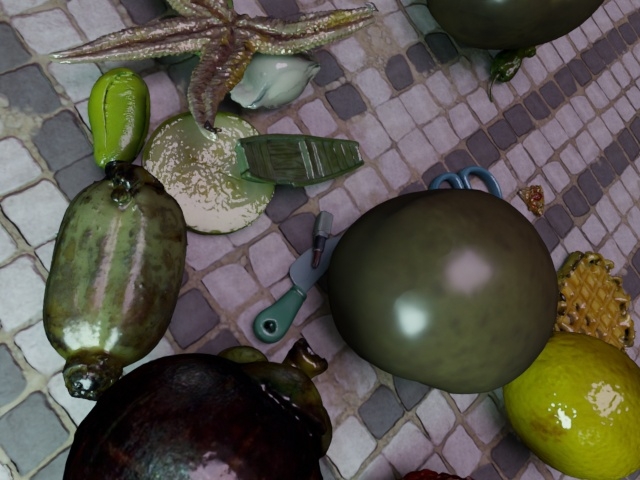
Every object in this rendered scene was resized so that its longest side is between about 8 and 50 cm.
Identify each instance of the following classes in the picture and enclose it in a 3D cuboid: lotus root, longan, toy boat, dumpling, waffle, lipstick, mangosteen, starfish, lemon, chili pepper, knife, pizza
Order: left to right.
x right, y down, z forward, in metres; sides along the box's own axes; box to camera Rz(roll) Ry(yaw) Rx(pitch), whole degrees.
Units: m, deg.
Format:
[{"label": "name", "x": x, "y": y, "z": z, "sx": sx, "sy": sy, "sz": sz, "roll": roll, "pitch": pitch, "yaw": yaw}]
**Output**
[{"label": "lotus root", "x": -0.280, "y": 0.052, "z": 0.640, "sx": 0.173, "sy": 0.173, "sz": 0.309, "roll": 13, "pitch": 71, "yaw": -21}, {"label": "mangosteen", "x": -0.134, "y": 0.275, "z": 0.569, "sx": 0.330, "sy": 0.330, "sz": 0.329, "roll": 7, "pitch": 73, "yaw": -23}, {"label": "starfish", "x": -0.165, "y": -0.340, "z": 0.739, "sx": 0.398, "sy": 0.132, "sz": 0.383, "roll": 35, "pitch": 60, "yaw": -4}, {"label": "dumpling", "x": -0.090, "y": -0.305, "z": 0.857, "sx": 0.188, "sy": 0.108, "sz": 0.127, "roll": -31, "pitch": 68, "yaw": -16}, {"label": "toy boat", "x": -0.034, "y": -0.138, "z": 0.827, "sx": 0.293, "sy": 0.055, "sz": 0.093, "roll": -13, "pitch": 88, "yaw": -47}, {"label": "knife", "x": -0.030, "y": 0.068, "z": 0.824, "sx": 0.063, "sy": 0.034, "sz": 0.260, "roll": 38, "pitch": 57, "yaw": 1}, {"label": "lipstick", "x": 0.000, "y": 0.000, "z": 0.847, "sx": 0.025, "sy": 0.025, "sz": 0.107, "roll": 21, "pitch": 62, "yaw": -18}, {"label": "longan", "x": 0.192, "y": 0.079, "z": 0.766, "sx": 0.361, "sy": 0.361, "sz": 0.360, "roll": 7, "pitch": 73, "yaw": -23}, {"label": "chili pepper", "x": 0.461, "y": -0.433, "z": 1.160, "sx": 0.073, "sy": 0.072, "sz": 0.204, "roll": 43, "pitch": 65, "yaw": 0}, {"label": "longan", "x": 0.422, "y": -0.588, "z": 1.031, "sx": 0.405, "sy": 0.336, "sz": 0.404, "roll": 2, "pitch": 45, "yaw": -2}, {"label": "pizza", "x": 0.497, "y": -0.100, "z": 1.113, "sx": 0.078, "sy": 0.025, "sz": 0.083, "roll": 15, "pitch": 71, "yaw": -23}, {"label": "lemon", "x": 0.466, "y": 0.296, "z": 0.867, "sx": 0.268, "sy": 0.267, "sz": 0.267, "roll": 7, "pitch": 73, "yaw": -23}, {"label": "waffle", "x": 0.608, "y": 0.155, "z": 1.076, "sx": 0.262, "sy": 0.060, "sz": 0.280, "roll": 6, "pitch": 74, "yaw": -24}]

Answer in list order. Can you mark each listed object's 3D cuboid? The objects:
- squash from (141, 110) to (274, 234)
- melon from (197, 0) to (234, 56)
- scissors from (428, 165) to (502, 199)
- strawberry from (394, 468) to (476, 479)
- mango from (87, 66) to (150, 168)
[{"label": "squash", "x": -0.180, "y": -0.114, "z": 0.792, "sx": 0.219, "sy": 0.041, "sz": 0.219, "roll": 7, "pitch": 73, "yaw": -23}, {"label": "melon", "x": -0.221, "y": -0.420, "z": 0.846, "sx": 0.118, "sy": 0.064, "sz": 0.209, "roll": -7, "pitch": 82, "yaw": -27}, {"label": "scissors", "x": 0.369, "y": 0.056, "z": 1.008, "sx": 0.193, "sy": 0.029, "sz": 0.446, "roll": -18, "pitch": 84, "yaw": -27}, {"label": "strawberry", "x": 0.184, "y": 0.480, "z": 0.722, "sx": 0.261, "sy": 0.258, "sz": 0.260, "roll": -11, "pitch": 106, "yaw": -43}, {"label": "mango", "x": -0.311, "y": -0.184, "z": 0.734, "sx": 0.091, "sy": 0.074, "sz": 0.165, "roll": 12, "pitch": 78, "yaw": -22}]
